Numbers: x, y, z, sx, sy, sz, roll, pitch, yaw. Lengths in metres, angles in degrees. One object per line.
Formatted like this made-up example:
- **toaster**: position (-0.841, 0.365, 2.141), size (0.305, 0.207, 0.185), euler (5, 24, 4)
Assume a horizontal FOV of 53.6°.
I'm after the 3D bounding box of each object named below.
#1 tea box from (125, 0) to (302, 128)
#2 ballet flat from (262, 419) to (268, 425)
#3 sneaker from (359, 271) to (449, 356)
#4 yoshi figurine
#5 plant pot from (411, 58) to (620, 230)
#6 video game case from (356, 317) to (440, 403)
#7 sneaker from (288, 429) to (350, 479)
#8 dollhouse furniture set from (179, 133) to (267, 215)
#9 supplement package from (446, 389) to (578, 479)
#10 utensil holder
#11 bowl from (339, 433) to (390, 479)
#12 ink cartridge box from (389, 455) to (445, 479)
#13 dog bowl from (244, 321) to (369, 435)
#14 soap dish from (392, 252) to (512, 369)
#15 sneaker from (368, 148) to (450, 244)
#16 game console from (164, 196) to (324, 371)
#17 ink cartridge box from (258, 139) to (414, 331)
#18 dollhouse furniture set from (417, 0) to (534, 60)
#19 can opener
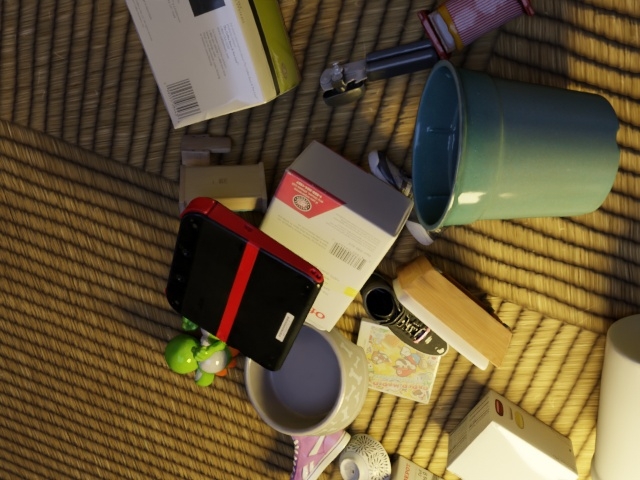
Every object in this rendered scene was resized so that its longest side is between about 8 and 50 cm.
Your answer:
- **tea box**: position (-0.216, -0.447, 1.352), size (0.220, 0.323, 0.329), euler (-12, 107, 18)
- **ballet flat**: position (-0.042, 0.405, 1.773), size (0.342, 0.116, 0.124), euler (-31, 80, 29)
- **sneaker**: position (0.205, 0.204, 1.589), size (0.296, 0.147, 0.104), euler (42, 100, -1)
- **yoshi figurine**: position (-0.325, 0.255, 1.748), size (0.203, 0.203, 0.362), euler (32, 119, 18)
- **plant pot**: position (0.390, -0.184, 1.295), size (0.334, 0.341, 0.341), euler (1, 113, -7)
- **video game case**: position (0.204, 0.327, 1.720), size (0.227, 0.026, 0.206), euler (13, 114, 9)
- **sneaker**: position (-0.053, 0.622, 1.871), size (0.161, 0.102, 0.282), euler (37, 105, 2)
- **dollhouse furniture set**: position (-0.244, -0.066, 1.611), size (0.198, 0.286, 0.303), euler (-2, 136, -8)
- **supplement package**: position (0.501, 0.566, 1.674), size (0.262, 0.145, 0.204), euler (33, 116, -1)
- **utensil holder**: position (0.799, 0.398, 1.439), size (0.328, 0.327, 0.385), euler (0, 108, 14)
- **bowl**: position (0.108, 0.643, 1.799), size (0.170, 0.080, 0.170), euler (2, 92, 40)
- **ink cartridge box**: position (0.305, 0.772, 1.769), size (0.289, 0.211, 0.121), euler (29, 116, 2)
- **dog bowl**: position (-0.051, 0.350, 1.670), size (0.349, 0.102, 0.348), euler (-2, 85, 28)
- **soap dish**: position (0.314, 0.161, 1.525), size (0.291, 0.229, 0.118), euler (39, 99, -3)
- **sneaker**: position (0.236, -0.128, 1.493), size (0.153, 0.101, 0.268), euler (-31, 105, 21)
- **game console**: position (-0.186, 0.107, 1.430), size (0.342, 0.060, 0.386), euler (30, 136, 6)
- **ink cartridge box**: position (0.000, 0.000, 1.513), size (0.279, 0.160, 0.384), euler (32, 133, 1)
- **dollhouse furniture set**: position (0.249, -0.572, 1.277), size (0.201, 0.152, 0.374), euler (-28, 102, 23)
- **can opener**: position (0.131, -0.385, 1.439), size (0.280, 0.074, 0.093), euler (-13, 142, 20)
